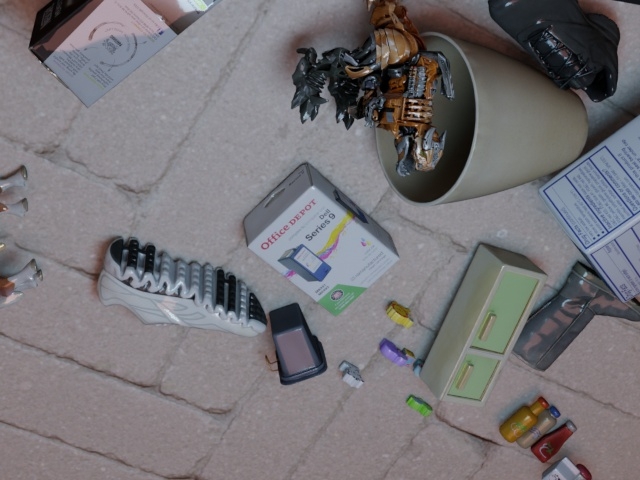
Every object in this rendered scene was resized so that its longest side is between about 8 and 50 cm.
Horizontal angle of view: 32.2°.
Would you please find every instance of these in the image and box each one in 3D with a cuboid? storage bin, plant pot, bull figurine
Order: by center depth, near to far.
[{"bbox_3d":[0.267,-0.180,1.699,0.274,0.256,0.256,-1,121,-31],"label":"plant pot"},{"bbox_3d":[-0.539,-0.021,1.703,0.188,0.101,0.310,-6,120,-9],"label":"bull figurine"},{"bbox_3d":[-0.052,0.173,1.894,0.098,0.135,0.091,-19,110,1],"label":"storage bin"}]

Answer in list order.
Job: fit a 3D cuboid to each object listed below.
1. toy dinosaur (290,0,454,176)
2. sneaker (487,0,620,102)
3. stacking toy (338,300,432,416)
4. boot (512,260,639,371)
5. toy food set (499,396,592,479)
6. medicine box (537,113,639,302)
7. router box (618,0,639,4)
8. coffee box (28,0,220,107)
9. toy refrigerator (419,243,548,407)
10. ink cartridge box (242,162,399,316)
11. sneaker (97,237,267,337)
[{"bbox_3d":[0.090,-0.249,1.622,0.218,0.322,0.164,-17,149,32],"label":"toy dinosaur"},{"bbox_3d":[0.360,-0.295,1.649,0.286,0.130,0.109,17,150,-37],"label":"sneaker"},{"bbox_3d":[0.163,0.222,2.000,0.221,0.052,0.167,29,110,-24],"label":"stacking toy"},{"bbox_3d":[0.464,0.159,2.007,0.190,0.076,0.208,31,103,-9],"label":"boot"},{"bbox_3d":[0.458,0.402,2.113,0.104,0.111,0.232,-44,86,15],"label":"toy food set"},{"bbox_3d":[0.537,-0.068,1.790,0.289,0.149,0.263,-36,147,11],"label":"medicine box"},{"bbox_3d":[0.452,-0.508,1.620,0.243,0.081,0.309,7,118,-14],"label":"router box"},{"bbox_3d":[-0.251,-0.341,1.536,0.297,0.168,0.119,-37,119,10],"label":"coffee box"},{"bbox_3d":[0.283,0.153,1.930,0.102,0.094,0.269,15,108,-29],"label":"toy refrigerator"},{"bbox_3d":[0.000,0.000,1.821,0.154,0.093,0.212,-42,116,15],"label":"ink cartridge box"},{"bbox_3d":[-0.229,0.098,1.835,0.292,0.110,0.118,23,121,-13],"label":"sneaker"}]
